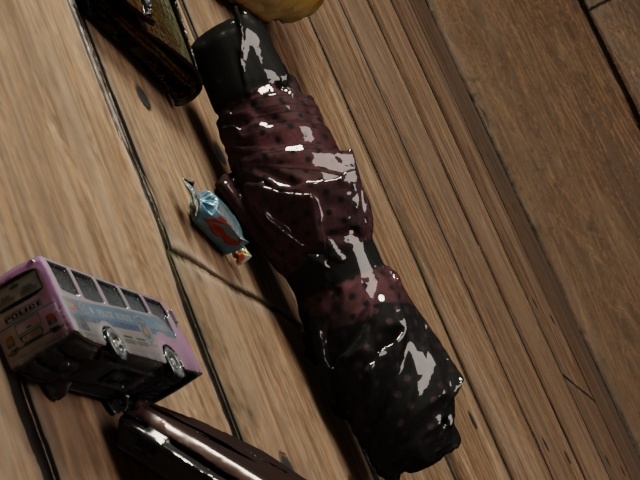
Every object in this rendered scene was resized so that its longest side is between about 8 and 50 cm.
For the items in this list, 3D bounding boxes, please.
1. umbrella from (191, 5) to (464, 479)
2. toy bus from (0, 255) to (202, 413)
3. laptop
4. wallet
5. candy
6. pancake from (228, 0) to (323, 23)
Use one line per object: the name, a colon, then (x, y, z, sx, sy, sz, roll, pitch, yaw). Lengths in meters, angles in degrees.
umbrella: (0.000, 0.000, 1.140, 0.326, 0.090, 0.094, 64, 15, 5)
toy bus: (-0.096, 0.042, 0.754, 0.052, 0.037, 0.130, 62, 12, 19)
laptop: (0.019, 0.140, 0.780, 0.207, 0.026, 0.154, 29, -4, 25)
wallet: (-0.136, -0.214, 1.142, 0.133, 0.039, 0.243, 49, 18, -54)
candy: (-0.062, -0.009, 1.055, 0.083, 0.020, 0.030, 52, 16, -51)
pancake: (-0.100, -0.361, 1.523, 0.387, 0.082, 0.387, 54, 15, -23)
